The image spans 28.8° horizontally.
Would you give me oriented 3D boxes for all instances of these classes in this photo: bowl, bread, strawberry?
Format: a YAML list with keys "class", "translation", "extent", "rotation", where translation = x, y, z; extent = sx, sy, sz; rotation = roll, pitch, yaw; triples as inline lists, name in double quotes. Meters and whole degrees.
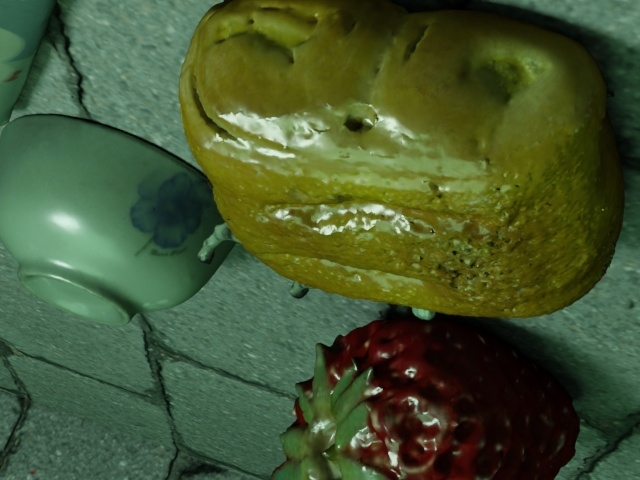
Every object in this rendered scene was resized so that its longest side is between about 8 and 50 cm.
- class: "bowl"
  translation: [-0.242, 0.001, 1.358]
  extent: [0.289, 0.146, 0.289]
  rotation: [17, 157, 7]
- class: "bread"
  translation: [0.070, -0.044, 0.984]
  extent: [0.328, 0.148, 0.337]
  rotation: [13, 157, 18]
- class: "strawberry"
  translation: [0.145, 0.239, 1.442]
  extent: [0.345, 0.295, 0.317]
  rotation: [12, 127, -27]

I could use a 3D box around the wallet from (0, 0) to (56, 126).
- class: "wallet"
  translation: [-0.376, -0.185, 1.090]
  extent: [0.252, 0.083, 0.360]
  rotation: [8, 162, -20]

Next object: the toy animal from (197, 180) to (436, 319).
- class: "toy animal"
  translation: [-0.001, 0.008, 1.259]
  extent: [0.255, 0.089, 0.170]
  rotation: [19, 153, -3]
